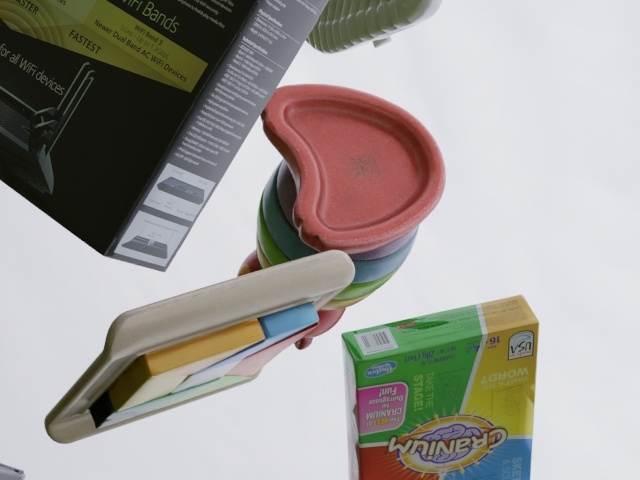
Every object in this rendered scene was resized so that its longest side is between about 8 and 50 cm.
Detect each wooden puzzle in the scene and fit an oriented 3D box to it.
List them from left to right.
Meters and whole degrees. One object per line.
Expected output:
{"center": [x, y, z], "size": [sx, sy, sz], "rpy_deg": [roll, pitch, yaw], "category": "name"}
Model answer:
{"center": [-0.101, 0.098, 1.140], "size": [0.044, 0.221, 0.238], "rpy_deg": [64, -31, 16], "category": "wooden puzzle"}

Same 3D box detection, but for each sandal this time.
{"center": [0.078, -0.358, 2.040], "size": [0.416, 0.102, 0.169], "rpy_deg": [17, -75, 61], "category": "sandal"}

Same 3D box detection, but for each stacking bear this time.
{"center": [0.000, 0.000, 1.347], "size": [0.289, 0.164, 0.175], "rpy_deg": [118, -41, -54], "category": "stacking bear"}

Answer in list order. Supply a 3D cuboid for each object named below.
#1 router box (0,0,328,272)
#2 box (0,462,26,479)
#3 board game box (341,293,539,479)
{"center": [-0.171, -0.161, 0.939], "size": [0.309, 0.081, 0.243], "rpy_deg": [34, -84, 25], "category": "router box"}
{"center": [-0.445, 0.247, 1.075], "size": [0.318, 0.395, 0.097], "rpy_deg": [18, -73, 3], "category": "box"}
{"center": [0.155, 0.233, 1.775], "size": [0.064, 0.242, 0.316], "rpy_deg": [-116, -162, -52], "category": "board game box"}
